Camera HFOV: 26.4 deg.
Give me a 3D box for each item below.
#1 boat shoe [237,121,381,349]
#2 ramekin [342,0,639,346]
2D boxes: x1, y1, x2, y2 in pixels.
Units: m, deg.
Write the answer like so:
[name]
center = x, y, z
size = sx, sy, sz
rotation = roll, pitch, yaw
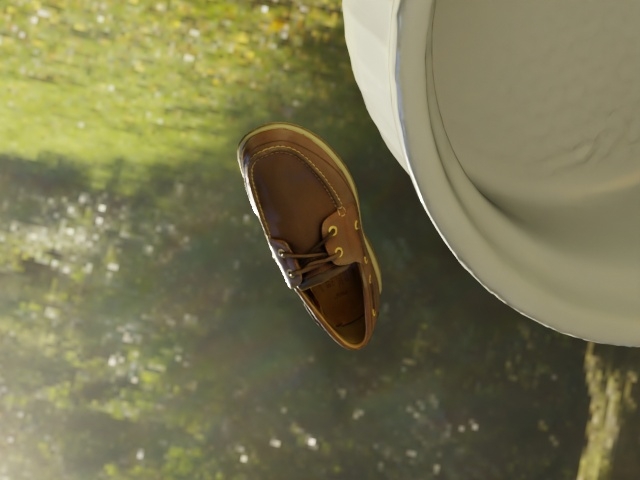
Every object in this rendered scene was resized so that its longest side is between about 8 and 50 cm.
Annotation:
[boat shoe]
center = 0.000, 0.000, 0.870
size = 0.064, 0.060, 0.178
rotation = -18, 132, 10
[ramekin]
center = 0.143, -0.105, 0.603
size = 0.277, 0.277, 0.135
rotation = 14, -163, -22
